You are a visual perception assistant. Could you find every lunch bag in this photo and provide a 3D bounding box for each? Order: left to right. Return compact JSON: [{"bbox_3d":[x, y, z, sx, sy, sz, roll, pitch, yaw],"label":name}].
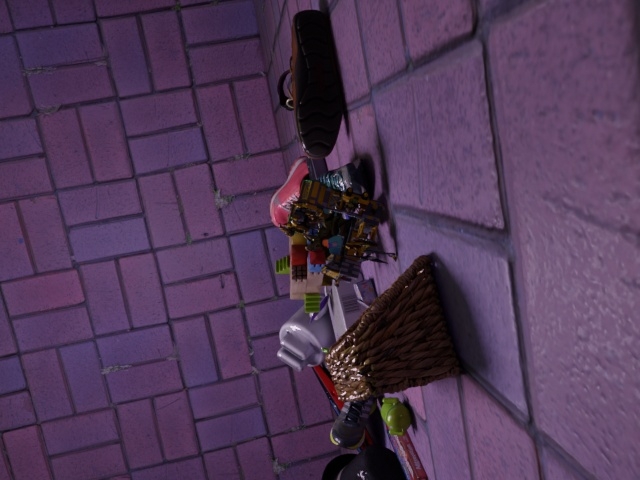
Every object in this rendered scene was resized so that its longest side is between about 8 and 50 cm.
[{"bbox_3d":[0.128,0.156,1.479,0.071,0.053,0.083,138,111,-84],"label":"lunch bag"}]

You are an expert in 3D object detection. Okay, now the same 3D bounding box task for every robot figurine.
[{"bbox_3d":[-0.017,0.335,1.979,0.200,0.353,0.300,33,132,15],"label":"robot figurine"},{"bbox_3d":[0.197,0.454,1.352,0.115,0.067,0.101,-169,69,-82],"label":"robot figurine"}]

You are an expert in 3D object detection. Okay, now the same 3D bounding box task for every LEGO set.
[{"bbox_3d":[0.018,0.003,1.254,0.331,0.255,0.192,154,132,-71],"label":"LEGO set"}]

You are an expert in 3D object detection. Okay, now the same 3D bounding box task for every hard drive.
[{"bbox_3d":[-0.002,-0.208,1.902,0.172,0.054,0.255,101,157,-73],"label":"hard drive"}]

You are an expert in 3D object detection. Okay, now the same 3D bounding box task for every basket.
[{"bbox_3d":[0.108,0.181,1.012,0.299,0.213,0.223,105,152,-74],"label":"basket"}]

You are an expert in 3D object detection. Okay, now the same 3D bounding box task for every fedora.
[{"bbox_3d":[0.162,0.710,1.499,0.334,0.334,0.152,-116,45,-63],"label":"fedora"}]

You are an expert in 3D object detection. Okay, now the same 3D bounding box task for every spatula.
[{"bbox_3d":[0.026,0.155,1.807,0.084,0.030,0.296,104,-174,-54],"label":"spatula"}]

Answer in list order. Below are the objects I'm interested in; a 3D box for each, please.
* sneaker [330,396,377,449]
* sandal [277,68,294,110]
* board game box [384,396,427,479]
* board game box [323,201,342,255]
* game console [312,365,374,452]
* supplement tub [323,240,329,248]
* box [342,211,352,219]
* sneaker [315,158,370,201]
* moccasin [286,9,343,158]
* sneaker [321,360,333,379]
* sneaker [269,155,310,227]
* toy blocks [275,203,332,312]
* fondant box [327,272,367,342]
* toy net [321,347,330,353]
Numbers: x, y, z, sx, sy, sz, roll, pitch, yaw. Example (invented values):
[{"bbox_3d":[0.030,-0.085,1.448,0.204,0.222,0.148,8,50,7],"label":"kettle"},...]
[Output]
[{"bbox_3d":[0.111,0.537,1.662,0.300,0.111,0.121,-52,-30,-60],"label":"sneaker"},{"bbox_3d":[-0.099,-0.556,1.880,0.446,0.107,0.167,171,87,-83],"label":"sandal"},{"bbox_3d":[0.234,0.589,1.450,0.281,0.027,0.145,-114,16,-61],"label":"board game box"},{"bbox_3d":[0.048,-0.009,1.691,0.210,0.047,0.160,73,-171,-67],"label":"board game box"},{"bbox_3d":[0.096,0.675,1.965,0.342,0.060,0.386,40,158,51],"label":"game console"},{"bbox_3d":[0.000,0.000,1.980,0.190,0.117,0.117,157,101,-83],"label":"supplement tub"},{"bbox_3d":[0.087,-0.040,1.582,0.136,0.028,0.081,91,167,-53],"label":"box"},{"bbox_3d":[0.048,-0.136,1.337,0.283,0.122,0.110,180,78,-83],"label":"sneaker"},{"bbox_3d":[-0.024,-0.410,1.401,0.147,0.139,0.380,-163,62,-83],"label":"moccasin"},{"bbox_3d":[0.115,0.506,1.929,0.297,0.129,0.111,46,158,44],"label":"sneaker"},{"bbox_3d":[-0.104,-0.186,2.073,0.314,0.116,0.136,-62,31,10],"label":"sneaker"},{"bbox_3d":[-0.048,0.005,1.676,0.261,0.191,0.381,99,169,-58],"label":"toy blocks"},{"bbox_3d":[0.102,0.270,1.703,0.330,0.096,0.238,94,163,-70],"label":"fondant box"},{"bbox_3d":[0.095,0.408,1.636,0.122,0.045,0.232,4,150,48],"label":"toy net"}]
